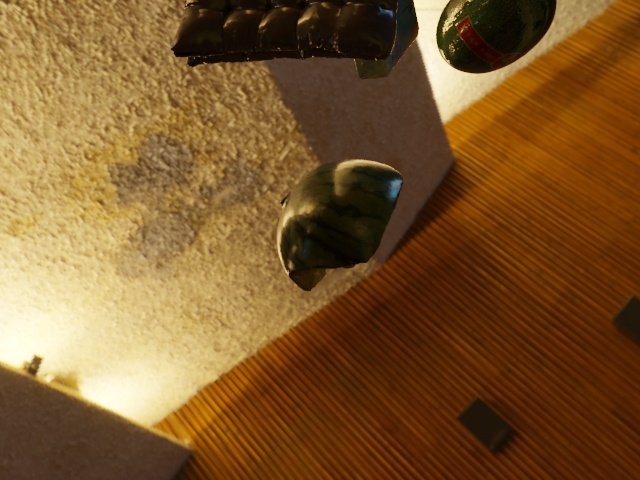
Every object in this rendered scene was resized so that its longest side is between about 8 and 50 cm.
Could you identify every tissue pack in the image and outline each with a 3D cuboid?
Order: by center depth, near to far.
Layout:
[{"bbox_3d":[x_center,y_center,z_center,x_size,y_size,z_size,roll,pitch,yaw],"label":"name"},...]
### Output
[{"bbox_3d":[0.145,-0.497,1.766,0.263,0.089,0.177,-54,-44,-48],"label":"tissue pack"}]

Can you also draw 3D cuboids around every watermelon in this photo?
[{"bbox_3d":[0.017,-0.059,1.639,0.189,0.331,0.330,34,-83,-20],"label":"watermelon"}]

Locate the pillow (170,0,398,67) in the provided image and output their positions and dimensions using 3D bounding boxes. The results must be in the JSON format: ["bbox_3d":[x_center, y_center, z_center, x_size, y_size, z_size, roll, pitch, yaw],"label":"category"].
[{"bbox_3d":[-0.045,-0.358,1.100,0.101,0.326,0.228,22,-107,-72],"label":"pillow"}]

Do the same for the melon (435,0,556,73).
[{"bbox_3d":[0.338,-0.426,1.490,0.182,0.182,0.288,-28,-3,-31],"label":"melon"}]

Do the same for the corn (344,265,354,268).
[{"bbox_3d":[0.000,0.000,1.969,0.231,0.080,0.080,26,-74,-20],"label":"corn"}]
